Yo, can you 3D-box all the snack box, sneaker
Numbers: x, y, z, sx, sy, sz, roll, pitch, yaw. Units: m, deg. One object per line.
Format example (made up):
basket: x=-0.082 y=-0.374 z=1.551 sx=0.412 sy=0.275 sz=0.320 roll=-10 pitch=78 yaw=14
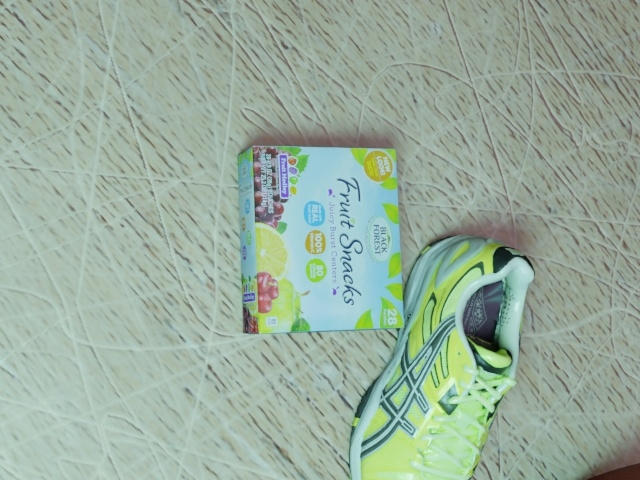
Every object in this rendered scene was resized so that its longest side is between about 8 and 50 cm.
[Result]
snack box: x=0.000 y=0.000 z=1.236 sx=0.175 sy=0.070 sz=0.207 roll=0 pitch=86 yaw=-20
sneaker: x=0.137 y=0.174 z=1.230 sx=0.145 sy=0.147 sz=0.384 roll=15 pitch=81 yaw=-20

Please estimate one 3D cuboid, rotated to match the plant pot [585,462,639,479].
plant pot: x=0.329 y=0.411 z=1.231 sx=0.267 sy=0.236 sz=0.267 roll=-34 pitch=97 yaw=-19
